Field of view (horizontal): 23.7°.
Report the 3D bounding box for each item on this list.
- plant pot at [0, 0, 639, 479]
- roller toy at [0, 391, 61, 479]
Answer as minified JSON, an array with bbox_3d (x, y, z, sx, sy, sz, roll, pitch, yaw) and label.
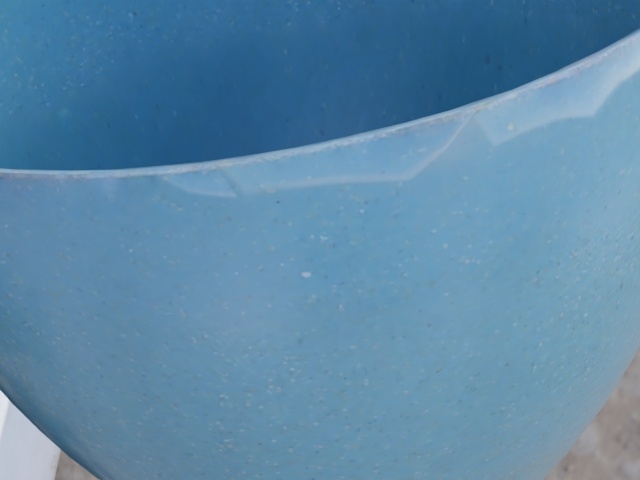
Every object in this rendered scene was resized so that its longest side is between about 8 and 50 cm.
[{"bbox_3d":[0.000,0.000,0.542,0.290,0.195,0.290,-8,26,4],"label":"plant pot"},{"bbox_3d":[-0.232,0.084,0.812,0.209,0.191,0.146,2,74,29],"label":"roller toy"}]
